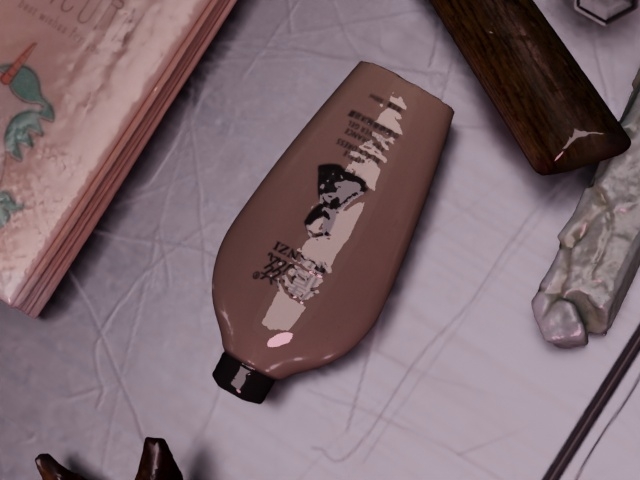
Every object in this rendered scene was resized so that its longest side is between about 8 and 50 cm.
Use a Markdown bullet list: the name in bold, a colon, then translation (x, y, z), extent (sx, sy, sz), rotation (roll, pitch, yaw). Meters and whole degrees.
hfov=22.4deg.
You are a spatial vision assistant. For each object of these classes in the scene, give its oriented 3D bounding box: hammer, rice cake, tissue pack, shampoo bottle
- **hammer**: translation (0.082, -0.212, 1.159), extent (0.242, 0.095, 0.409), rotation (-31, 75, 2)
- **rice cake**: translation (0.237, -0.076, 1.142), extent (0.063, 0.066, 0.336), rotation (22, 85, 20)
- **tissue pack**: translation (-0.199, -0.123, 1.211), extent (0.170, 0.071, 0.325), rotation (31, 86, 13)
- **shampoo bottle**: translation (0.000, 0.000, 1.159), extent (0.127, 0.078, 0.257), rotation (28, 88, 11)

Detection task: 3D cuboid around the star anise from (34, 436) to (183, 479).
- **star anise**: translation (-0.122, 0.262, 1.138), extent (0.272, 0.102, 0.272), rotation (-5, 81, 34)
